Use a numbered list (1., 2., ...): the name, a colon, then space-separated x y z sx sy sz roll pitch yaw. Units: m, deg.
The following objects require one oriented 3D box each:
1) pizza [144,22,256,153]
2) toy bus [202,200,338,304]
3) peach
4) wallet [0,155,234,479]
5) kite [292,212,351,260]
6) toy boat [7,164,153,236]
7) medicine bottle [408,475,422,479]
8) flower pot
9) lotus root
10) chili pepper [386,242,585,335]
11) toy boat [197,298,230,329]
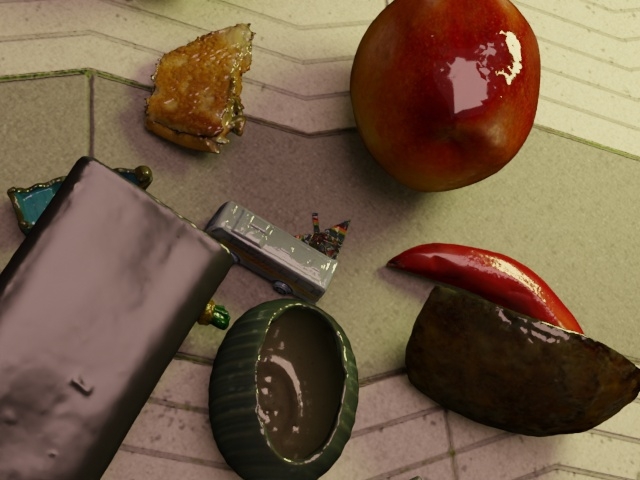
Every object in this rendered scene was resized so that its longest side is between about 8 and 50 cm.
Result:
1. pizza: -0.175 -0.224 1.268 0.147 0.069 0.226 3 62 4
2. toy bus: -0.071 0.018 1.195 0.190 0.075 0.064 31 61 -7
3. peach: 0.184 -0.223 1.261 0.307 0.308 0.332 22 32 -11
4. wallet: -0.290 0.125 0.995 0.228 0.062 0.406 34 71 -12
5. kite: 0.000 0.000 1.269 0.122 0.004 0.090 -10 73 -24
6. toy boat: -0.313 -0.058 1.133 0.185 0.077 0.075 -13 73 -25
7. medicine bottle: 0.166 0.413 1.106 0.090 0.090 0.217 -32 82 -29
8. flower pot: -0.047 0.192 1.083 0.189 0.157 0.243 14 65 -13
9. lotus root: 0.269 0.187 1.171 0.314 0.210 0.142 20 75 7
10. chili pepper: 0.282 0.102 1.298 0.368 0.092 0.137 39 88 3
11. toy boat: -0.231 0.091 1.094 0.229 0.089 0.088 -8 57 -25
